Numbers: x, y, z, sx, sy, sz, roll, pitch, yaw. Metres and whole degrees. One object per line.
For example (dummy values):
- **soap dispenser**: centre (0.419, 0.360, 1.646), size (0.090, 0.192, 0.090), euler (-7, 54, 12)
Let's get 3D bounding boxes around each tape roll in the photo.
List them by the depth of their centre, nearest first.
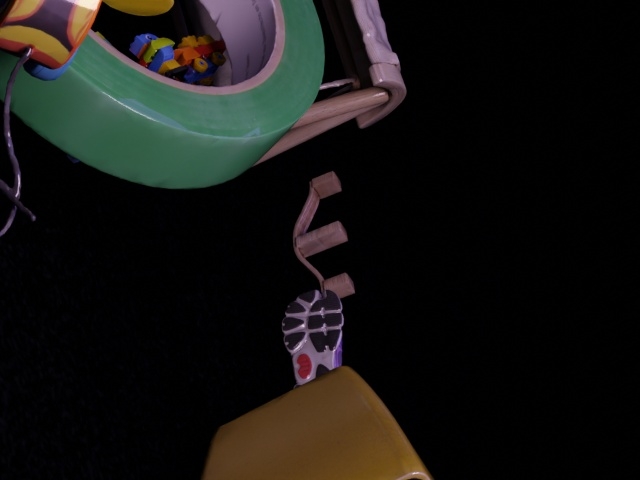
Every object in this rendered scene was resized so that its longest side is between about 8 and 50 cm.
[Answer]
- **tape roll**: centre (-0.147, -0.194, 1.185), size (0.321, 0.077, 0.321), euler (24, 45, -27)

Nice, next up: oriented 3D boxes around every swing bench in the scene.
- **swing bench**: centre (-0.057, -0.222, 1.450), size (0.165, 0.254, 0.253), euler (11, 61, -71)

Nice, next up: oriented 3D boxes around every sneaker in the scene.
- **sneaker**: centre (-0.004, 0.135, 1.591), size (0.071, 0.068, 0.170), euler (72, 15, -62)

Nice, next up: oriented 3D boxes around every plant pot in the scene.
- **plant pot**: centre (0.010, 0.240, 1.269), size (0.212, 0.212, 0.187), euler (57, 8, -38)

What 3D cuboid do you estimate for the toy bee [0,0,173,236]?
- **toy bee**: centre (-0.176, -0.167, 0.952), size (0.195, 0.162, 0.298), euler (-1, 59, -44)

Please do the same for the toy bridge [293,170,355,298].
- **toy bridge**: centre (0.000, 0.000, 1.719), size (0.026, 0.063, 0.188), euler (54, 22, -43)

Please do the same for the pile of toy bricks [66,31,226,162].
- **pile of toy bricks**: centre (-0.183, -0.146, 1.275), size (0.105, 0.118, 0.212), euler (44, 31, 9)
